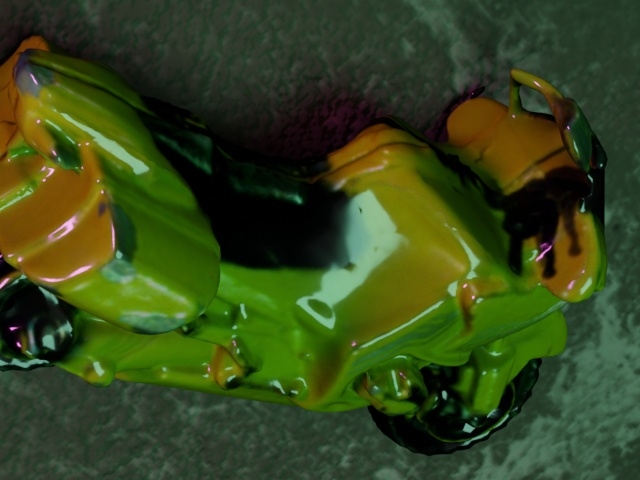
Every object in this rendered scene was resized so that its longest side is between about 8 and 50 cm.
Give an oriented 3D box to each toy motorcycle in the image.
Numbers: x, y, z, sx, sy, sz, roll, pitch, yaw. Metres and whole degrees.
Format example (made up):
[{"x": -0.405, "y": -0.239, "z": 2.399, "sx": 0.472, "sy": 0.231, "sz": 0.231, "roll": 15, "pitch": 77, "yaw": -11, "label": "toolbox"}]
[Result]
[{"x": 0.001, "y": 0.002, "z": 0.752, "sx": 0.342, "sy": 0.142, "sz": 0.206, "roll": 15, "pitch": 113, "yaw": -36, "label": "toy motorcycle"}]
